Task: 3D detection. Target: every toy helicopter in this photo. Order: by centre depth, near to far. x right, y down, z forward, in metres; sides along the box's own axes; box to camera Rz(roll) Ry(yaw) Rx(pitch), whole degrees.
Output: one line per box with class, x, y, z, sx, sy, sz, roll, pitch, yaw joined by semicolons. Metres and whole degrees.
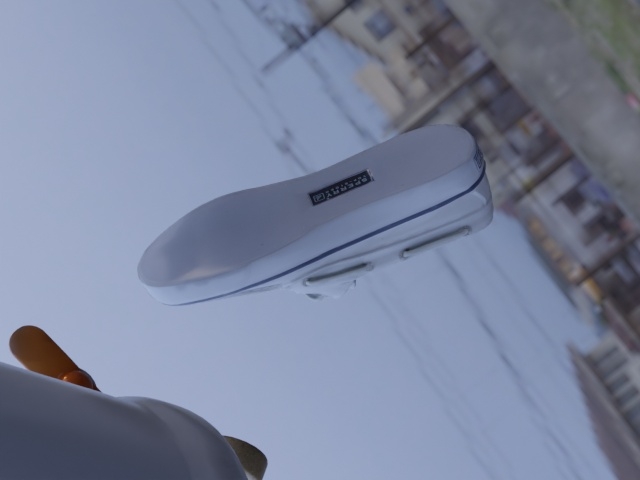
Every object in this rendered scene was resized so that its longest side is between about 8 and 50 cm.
toy helicopter;-0.234;0.213;1.894;0.235;0.355;0.140;89;-164;-54

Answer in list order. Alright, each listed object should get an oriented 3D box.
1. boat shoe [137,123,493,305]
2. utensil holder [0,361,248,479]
boat shoe;0.000;0.000;1.240;0.096;0.267;0.088;-113;0;-54
utensil holder;-0.280;0.201;0.944;0.385;0.327;0.327;23;-157;-34
